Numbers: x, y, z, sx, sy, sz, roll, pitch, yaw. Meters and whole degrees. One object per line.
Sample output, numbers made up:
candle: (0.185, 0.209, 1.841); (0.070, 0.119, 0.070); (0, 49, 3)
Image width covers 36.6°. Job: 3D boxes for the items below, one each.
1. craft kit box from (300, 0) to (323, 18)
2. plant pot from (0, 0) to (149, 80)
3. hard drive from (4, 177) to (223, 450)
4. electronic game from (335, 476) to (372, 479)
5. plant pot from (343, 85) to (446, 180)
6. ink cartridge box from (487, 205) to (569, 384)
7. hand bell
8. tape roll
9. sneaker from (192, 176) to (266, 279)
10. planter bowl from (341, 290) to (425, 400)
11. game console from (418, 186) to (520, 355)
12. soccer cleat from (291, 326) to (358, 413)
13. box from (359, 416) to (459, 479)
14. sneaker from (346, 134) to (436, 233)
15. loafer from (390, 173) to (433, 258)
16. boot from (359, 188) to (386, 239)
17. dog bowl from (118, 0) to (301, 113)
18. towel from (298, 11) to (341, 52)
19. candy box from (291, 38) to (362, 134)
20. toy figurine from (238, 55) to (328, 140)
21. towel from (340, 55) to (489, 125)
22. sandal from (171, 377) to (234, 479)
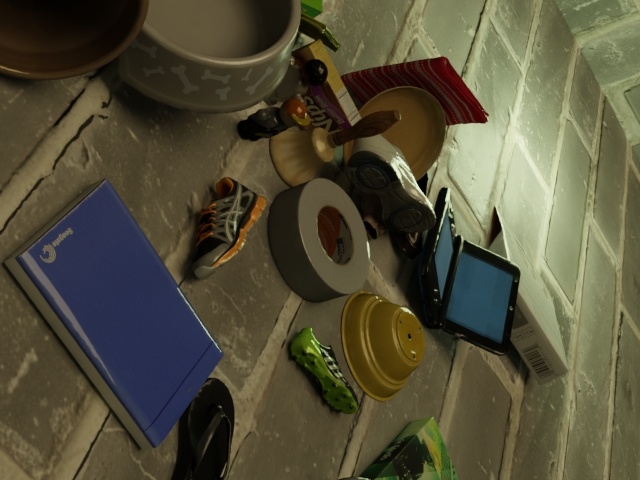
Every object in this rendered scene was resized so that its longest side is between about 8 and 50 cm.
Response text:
craft kit box: (-0.104, -0.577, 1.862); (0.250, 0.061, 0.246); (14, 69, -41)
plant pot: (-0.371, -0.380, 1.278); (0.263, 0.263, 0.229); (31, 31, -45)
hard drive: (-0.271, 0.099, 1.338); (0.318, 0.040, 0.210); (59, 35, -19)
electronic game: (0.054, 0.500, 1.569); (0.229, 0.048, 0.229); (8, 76, -35)
plant pot: (0.147, -0.210, 1.985); (0.236, 0.236, 0.032); (40, 7, -39)
ink cartridge box: (0.501, 0.129, 2.461); (0.308, 0.091, 0.385); (53, 20, -25)
hand bell: (0.039, -0.189, 1.755); (0.126, 0.242, 0.126); (31, 49, -45)
tape roll: (0.000, 0.000, 1.760); (0.219, 0.072, 0.219); (32, 49, -46)
sneaker: (-0.161, -0.019, 1.536); (0.083, 0.084, 0.215); (44, 37, -16)
planter bowl: (0.138, 0.192, 1.852); (0.217, 0.090, 0.217); (31, 50, -46)
game console: (0.331, 0.062, 2.109); (0.293, 0.173, 0.250); (-70, 154, -45)
soccer cleat: (0.015, 0.226, 1.682); (0.179, 0.060, 0.072); (54, 35, -21)
box: (0.166, 0.495, 1.770); (0.322, 0.058, 0.232); (-31, 100, -57)
sneaker: (0.152, -0.120, 1.929); (0.297, 0.111, 0.129); (52, 32, -45)
loafer: (0.199, -0.066, 2.080); (0.080, 0.078, 0.220); (31, 50, -46)
boot: (0.101, -0.063, 1.968); (0.118, 0.042, 0.087); (55, 36, -26)
dog bowl: (-0.188, -0.369, 1.497); (0.349, 0.102, 0.348); (12, 59, -21)
towel: (-0.020, -0.405, 1.849); (0.102, 0.021, 0.237); (27, 6, 5)
candy box: (-0.010, -0.278, 1.851); (0.186, 0.109, 0.053); (62, 35, -15)
toy figurine: (-0.091, -0.302, 1.704); (0.209, 0.148, 0.213); (54, 36, -24)
towel: (0.197, -0.297, 2.024); (0.199, 0.275, 0.031); (44, 59, -37)
sandal: (-0.161, 0.314, 1.379); (0.097, 0.054, 0.254); (43, 42, -37)
